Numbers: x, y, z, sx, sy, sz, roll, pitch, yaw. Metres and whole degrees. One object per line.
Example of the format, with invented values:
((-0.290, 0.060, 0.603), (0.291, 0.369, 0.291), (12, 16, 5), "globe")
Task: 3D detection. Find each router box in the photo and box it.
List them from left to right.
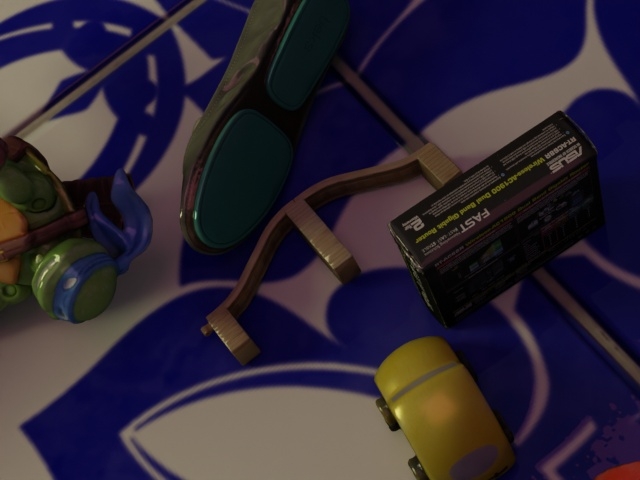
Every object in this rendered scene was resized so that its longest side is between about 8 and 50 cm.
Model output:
((0.105, -0.010, 0.784), (0.122, 0.092, 0.038), (-34, 61, -3), "router box")

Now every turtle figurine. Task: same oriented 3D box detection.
((-0.273, -0.013, 0.830), (0.275, 0.198, 0.266), (-42, 58, -11), "turtle figurine")

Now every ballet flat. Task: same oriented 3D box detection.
((-0.046, -0.084, 0.885), (0.068, 0.072, 0.213), (5, 62, 47), "ballet flat")

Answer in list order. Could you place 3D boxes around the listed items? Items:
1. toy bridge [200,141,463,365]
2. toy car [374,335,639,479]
((0.000, 0.000, 0.846), (0.188, 0.026, 0.063), (-38, 59, -5), "toy bridge")
((0.095, 0.176, 0.720), (0.239, 0.053, 0.225), (23, 72, 24), "toy car")
